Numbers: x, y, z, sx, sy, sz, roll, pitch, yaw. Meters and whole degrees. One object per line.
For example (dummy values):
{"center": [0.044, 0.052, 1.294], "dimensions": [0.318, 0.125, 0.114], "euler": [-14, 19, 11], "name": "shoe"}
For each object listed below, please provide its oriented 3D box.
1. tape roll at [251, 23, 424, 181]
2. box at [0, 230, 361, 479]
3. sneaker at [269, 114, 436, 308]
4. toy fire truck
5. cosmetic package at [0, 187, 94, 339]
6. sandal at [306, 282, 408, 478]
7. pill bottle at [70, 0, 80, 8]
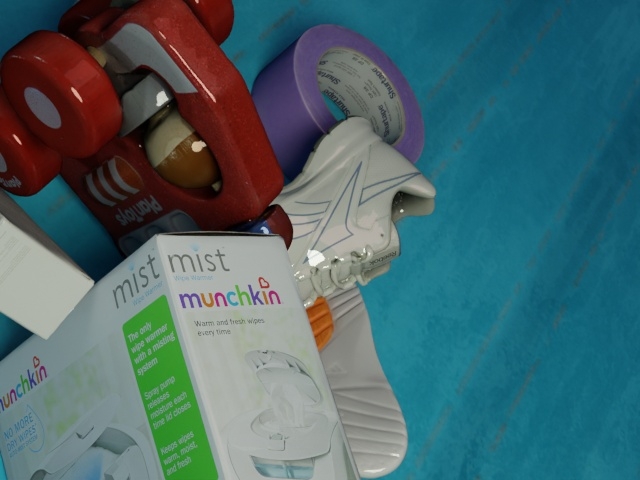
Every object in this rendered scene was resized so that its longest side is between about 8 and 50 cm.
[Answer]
{"center": [0.021, -0.139, 1.409], "dimensions": [0.189, 0.080, 0.189], "euler": [24, 50, -31], "name": "tape roll"}
{"center": [-0.113, 0.150, 0.941], "dimensions": [0.126, 0.262, 0.231], "euler": [-1, 65, -44], "name": "box"}
{"center": [0.000, 0.000, 1.206], "dimensions": [0.129, 0.111, 0.297], "euler": [33, 60, 18], "name": "sneaker"}
{"center": [-0.136, -0.078, 1.033], "dimensions": [0.254, 0.302, 0.169], "euler": [50, 58, -14], "name": "toy fire truck"}
{"center": [-0.270, -0.023, 0.942], "dimensions": [0.239, 0.060, 0.099], "euler": [37, -2, 43], "name": "cosmetic package"}
{"center": [0.010, 0.132, 1.199], "dimensions": [0.101, 0.076, 0.265], "euler": [-12, 45, -9], "name": "sandal"}
{"center": [-0.184, -0.221, 1.247], "dimensions": [0.103, 0.103, 0.184], "euler": [40, 43, -17], "name": "pill bottle"}
